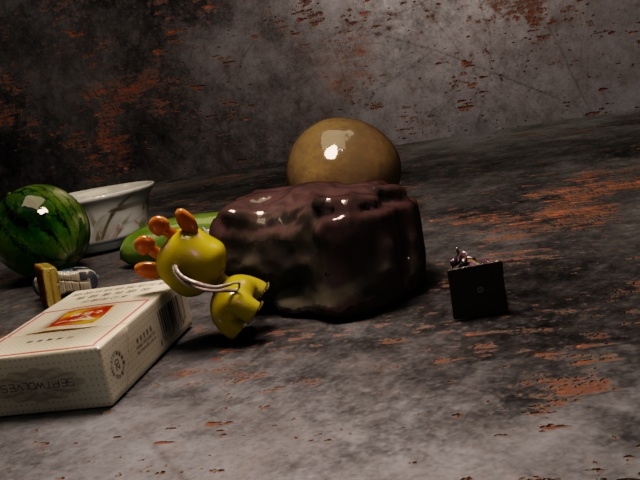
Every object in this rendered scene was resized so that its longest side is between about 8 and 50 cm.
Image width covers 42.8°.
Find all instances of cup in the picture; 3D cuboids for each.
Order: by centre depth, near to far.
[{"bbox_3d":[-0.627,-0.059,2.315,0.347,0.163,0.347,-10,10,2],"label":"cup"}]

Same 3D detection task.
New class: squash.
[{"bbox_3d":[-0.302,-0.010,1.967,0.395,0.107,0.107,-8,12,7],"label":"squash"}]

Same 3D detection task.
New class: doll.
[{"bbox_3d":[-0.193,0.051,1.290,0.143,0.221,0.135,-47,9,25],"label":"doll"}]

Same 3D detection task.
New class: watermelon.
[{"bbox_3d":[-0.699,-0.024,2.039,0.242,0.242,0.242,-10,12,2],"label":"watermelon"}]

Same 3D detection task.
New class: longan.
[{"bbox_3d":[0.056,-0.165,2.015,0.297,0.297,0.297,-10,12,2],"label":"longan"}]

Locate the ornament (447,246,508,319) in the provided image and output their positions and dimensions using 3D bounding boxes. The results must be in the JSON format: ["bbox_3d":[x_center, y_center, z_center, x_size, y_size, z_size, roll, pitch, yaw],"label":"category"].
[{"bbox_3d":[0.244,0.050,1.273,0.081,0.088,0.203,-7,11,11],"label":"ornament"}]

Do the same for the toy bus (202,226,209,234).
[{"bbox_3d":[-0.135,-0.006,1.717,0.301,0.139,0.113,-15,11,-16],"label":"toy bus"}]

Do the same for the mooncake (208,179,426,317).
[{"bbox_3d":[0.000,0.000,1.457,0.381,0.212,0.350,-3,8,23],"label":"mooncake"}]

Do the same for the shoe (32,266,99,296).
[{"bbox_3d":[-0.568,0.090,1.823,0.143,0.064,0.071,-9,13,-7],"label":"shoe"}]

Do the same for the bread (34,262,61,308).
[{"bbox_3d":[-0.577,0.096,1.732,0.035,0.090,0.094,-11,10,-27],"label":"bread"}]

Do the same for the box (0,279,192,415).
[{"bbox_3d":[-0.355,0.156,1.265,0.210,0.095,0.330,-8,14,13],"label":"box"}]
